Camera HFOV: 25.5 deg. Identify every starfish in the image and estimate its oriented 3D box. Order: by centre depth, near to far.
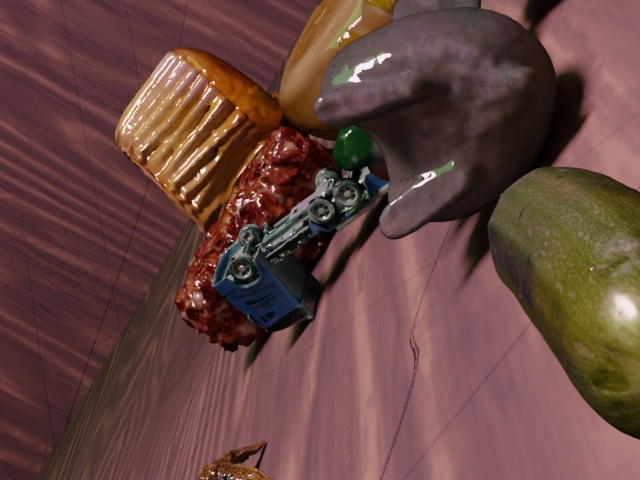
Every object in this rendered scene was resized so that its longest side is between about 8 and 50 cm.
[{"bbox_3d":[-0.069,0.175,0.991,0.133,0.041,0.130,-55,9,31],"label":"starfish"}]

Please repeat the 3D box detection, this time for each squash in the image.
[{"bbox_3d":[0.099,0.013,0.494,0.066,0.066,0.229,-59,7,7],"label":"squash"}]

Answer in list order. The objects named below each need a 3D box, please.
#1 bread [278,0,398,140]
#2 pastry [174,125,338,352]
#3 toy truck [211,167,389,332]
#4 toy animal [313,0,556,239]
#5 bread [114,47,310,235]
[{"bbox_3d":[0.047,-0.188,1.301,0.213,0.104,0.213,-54,11,16],"label":"bread"},{"bbox_3d":[-0.051,-0.003,1.275,0.208,0.097,0.115,-59,26,15],"label":"pastry"},{"bbox_3d":[0.000,0.000,1.125,0.175,0.081,0.067,-36,19,22],"label":"toy truck"},{"bbox_3d":[0.080,-0.097,0.849,0.251,0.127,0.125,-63,-21,-63],"label":"toy animal"},{"bbox_3d":[-0.098,-0.092,1.448,0.156,0.204,0.288,-47,-6,-1],"label":"bread"}]
